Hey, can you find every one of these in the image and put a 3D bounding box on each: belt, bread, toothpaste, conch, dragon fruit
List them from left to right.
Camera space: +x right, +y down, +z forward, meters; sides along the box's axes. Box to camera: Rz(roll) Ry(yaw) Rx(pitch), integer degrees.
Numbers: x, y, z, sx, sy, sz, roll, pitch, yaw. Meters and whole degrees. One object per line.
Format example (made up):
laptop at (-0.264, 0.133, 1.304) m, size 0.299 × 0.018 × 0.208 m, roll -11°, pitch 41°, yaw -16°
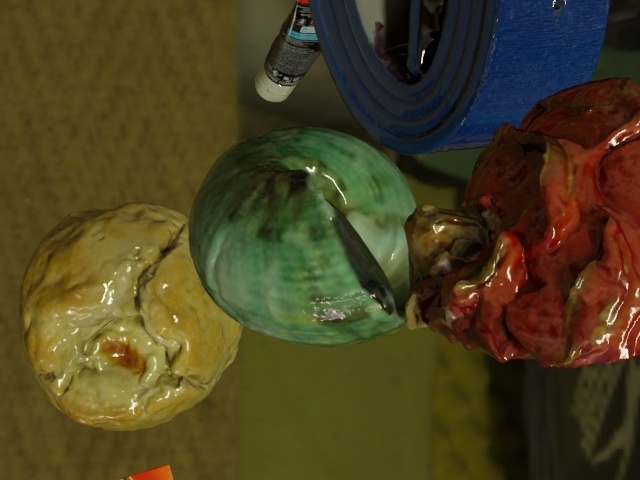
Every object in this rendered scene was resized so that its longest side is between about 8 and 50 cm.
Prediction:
bread at (-0.199, 0.082, 1.513) m, size 0.134 × 0.244 × 0.244 m, roll -78°, pitch 149°, yaw -74°
toothpaste at (-0.019, -0.215, 1.624) m, size 0.071 × 0.193 × 0.045 m, roll -2°, pitch 67°, yaw -22°
conch at (-0.002, 0.002, 0.954) m, size 0.188 × 0.176 × 0.122 m, roll -14°, pitch 134°, yaw -62°
belt at (0.087, -0.234, 1.001) m, size 0.117 × 0.212 × 0.347 m, roll -8°, pitch 97°, yaw -36°
dragon fruit at (0.085, -0.008, 0.525) m, size 0.106 × 0.162 × 0.083 m, roll -21°, pitch 110°, yaw -26°

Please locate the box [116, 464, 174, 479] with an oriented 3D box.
box at (-0.226, 0.278, 1.582) m, size 0.152 × 0.100 × 0.048 m, roll -19°, pitch 85°, yaw -8°
